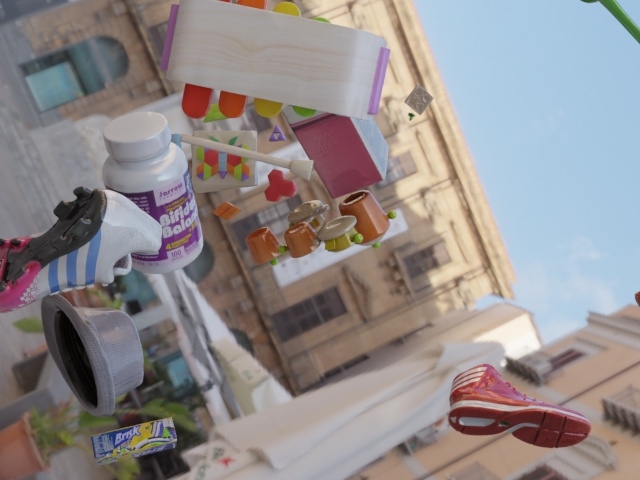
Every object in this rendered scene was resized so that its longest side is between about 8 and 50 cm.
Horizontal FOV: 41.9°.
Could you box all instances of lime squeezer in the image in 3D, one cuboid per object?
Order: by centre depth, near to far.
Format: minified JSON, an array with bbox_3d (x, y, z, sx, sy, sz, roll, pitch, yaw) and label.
[{"bbox_3d":[0.412,-0.375,1.246,0.110,0.059,0.310,47,26,-26],"label":"lime squeezer"}]

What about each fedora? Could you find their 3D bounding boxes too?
[{"bbox_3d":[-0.431,0.210,1.636,0.275,0.124,0.243,34,-48,43],"label":"fedora"}]

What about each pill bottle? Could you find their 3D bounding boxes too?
[{"bbox_3d":[-0.339,-0.096,1.672,0.169,0.169,0.301,-129,-154,-49],"label":"pill bottle"}]

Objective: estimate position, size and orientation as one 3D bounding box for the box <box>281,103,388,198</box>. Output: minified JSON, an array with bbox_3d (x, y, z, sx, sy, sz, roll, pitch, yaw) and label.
[{"bbox_3d":[0.034,-0.229,1.725,0.232,0.127,0.148,59,23,-27],"label":"box"}]

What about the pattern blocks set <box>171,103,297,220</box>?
[{"bbox_3d":[-0.233,-0.194,2.040,0.026,0.325,0.285,-1,78,-74],"label":"pattern blocks set"}]

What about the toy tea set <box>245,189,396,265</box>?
[{"bbox_3d":[0.000,0.000,1.796,0.336,0.200,0.124,-7,-62,43],"label":"toy tea set"}]

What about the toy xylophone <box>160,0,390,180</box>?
[{"bbox_3d":[-0.076,-0.222,1.146,0.081,0.323,0.236,-56,166,-81],"label":"toy xylophone"}]

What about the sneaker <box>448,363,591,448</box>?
[{"bbox_3d":[0.316,0.251,1.338,0.128,0.221,0.087,-80,180,-53],"label":"sneaker"}]

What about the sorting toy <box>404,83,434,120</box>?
[{"bbox_3d":[0.240,-0.345,2.114,0.062,0.083,0.012,36,6,-23],"label":"sorting toy"}]

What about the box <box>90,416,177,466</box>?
[{"bbox_3d":[-0.386,0.417,1.734,0.059,0.169,0.054,112,-36,-59],"label":"box"}]

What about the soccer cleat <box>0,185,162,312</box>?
[{"bbox_3d":[-0.359,0.037,1.181,0.143,0.331,0.116,29,47,-40],"label":"soccer cleat"}]

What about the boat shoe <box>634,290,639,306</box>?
[{"bbox_3d":[0.697,0.158,1.718,0.137,0.049,0.043,52,-13,0],"label":"boat shoe"}]
